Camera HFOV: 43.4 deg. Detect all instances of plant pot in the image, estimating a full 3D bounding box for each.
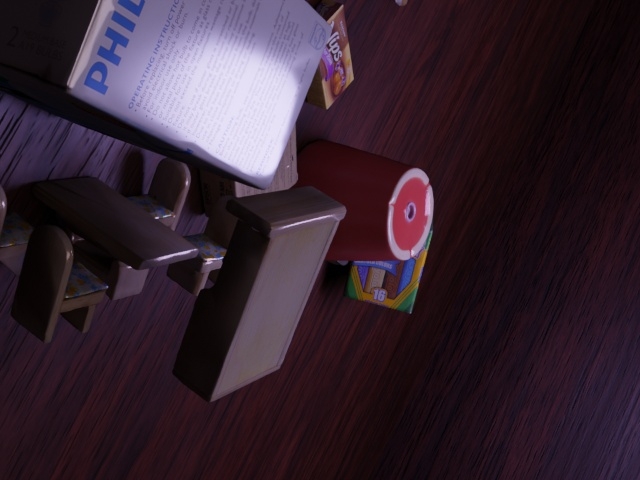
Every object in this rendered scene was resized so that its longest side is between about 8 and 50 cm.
[{"bbox_3d":[0.092,-0.072,1.720,0.275,0.243,0.275,-19,114,-52],"label":"plant pot"}]

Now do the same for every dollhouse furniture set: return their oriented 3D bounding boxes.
[{"bbox_3d":[-0.205,-0.015,1.077,0.362,0.394,0.257,-15,132,-57],"label":"dollhouse furniture set"}]

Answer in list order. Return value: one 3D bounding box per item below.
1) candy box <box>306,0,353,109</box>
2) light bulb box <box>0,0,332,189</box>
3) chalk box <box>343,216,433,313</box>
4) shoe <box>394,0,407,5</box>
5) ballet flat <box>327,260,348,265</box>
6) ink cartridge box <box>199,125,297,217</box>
[{"bbox_3d":[0.009,-0.370,1.606,0.109,0.053,0.187,-52,151,-29],"label":"candy box"},{"bbox_3d":[-0.240,-0.244,0.890,0.361,0.357,0.225,23,88,-63],"label":"light bulb box"},{"bbox_3d":[0.181,0.004,2.023,0.180,0.179,0.289,-62,167,-70],"label":"chalk box"},{"bbox_3d":[0.153,-0.590,1.714,0.219,0.058,0.077,72,15,-58],"label":"shoe"},{"bbox_3d":[0.000,0.000,1.884,0.250,0.058,0.084,33,77,-59],"label":"ballet flat"},{"bbox_3d":[-0.131,-0.169,1.458,0.193,0.088,0.235,-44,145,-42],"label":"ink cartridge box"}]
